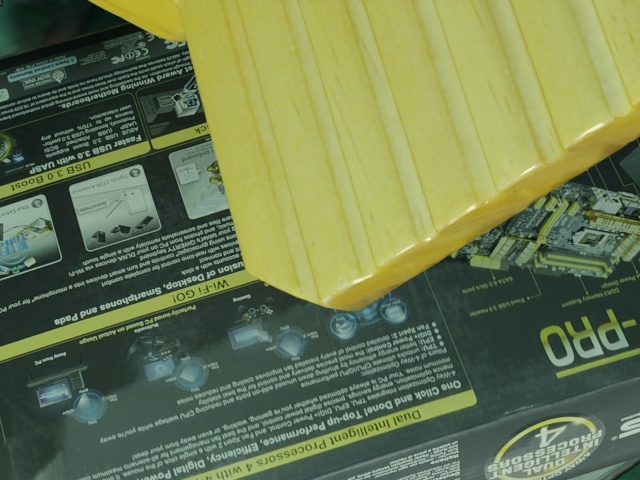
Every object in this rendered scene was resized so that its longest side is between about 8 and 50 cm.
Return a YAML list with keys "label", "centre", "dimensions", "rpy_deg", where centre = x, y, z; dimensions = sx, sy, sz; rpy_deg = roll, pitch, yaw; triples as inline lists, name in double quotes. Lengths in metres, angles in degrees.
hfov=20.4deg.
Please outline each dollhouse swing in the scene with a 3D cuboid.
- label: "dollhouse swing"
  centre: [-0.036, -0.187, 0.763]
  dimensions: [0.315, 0.305, 0.347]
  rpy_deg: [25, 137, -36]

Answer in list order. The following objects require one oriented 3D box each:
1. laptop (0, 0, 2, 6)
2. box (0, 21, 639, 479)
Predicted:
- label: "laptop"
  centre: [-0.306, -0.117, 0.978]
  dimensions: [0.234, 0.264, 0.137]
  rpy_deg: [6, 108, -16]
- label: "box"
  centre: [0.000, 0.000, 0.955]
  dimensions: [0.394, 0.318, 0.097]
  rpy_deg: [-17, 144, -7]
